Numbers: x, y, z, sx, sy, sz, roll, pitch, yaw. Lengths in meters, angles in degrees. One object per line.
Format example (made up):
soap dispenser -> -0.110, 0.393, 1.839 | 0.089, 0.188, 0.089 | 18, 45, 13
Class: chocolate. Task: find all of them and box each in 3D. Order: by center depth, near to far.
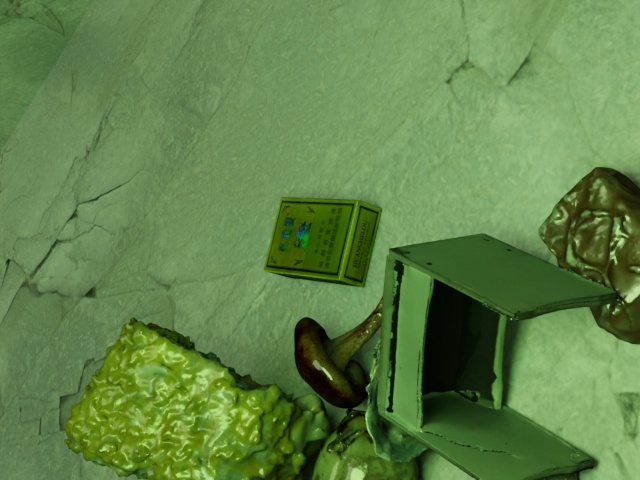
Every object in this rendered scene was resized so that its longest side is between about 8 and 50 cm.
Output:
chocolate -> 0.379, 0.020, 1.417 | 0.148, 0.093, 0.214 | -53, 42, 25

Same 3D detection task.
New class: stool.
stool -> 0.217, 0.149, 1.437 | 0.270, 0.170, 0.243 | 28, 121, 54

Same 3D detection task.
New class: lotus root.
lotus root -> 0.044, 0.407, 1.627 | 0.173, 0.173, 0.309 | 8, 78, 52

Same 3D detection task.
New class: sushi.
sushi -> -0.169, 0.298, 1.737 | 0.351, 0.396, 0.240 | 23, 82, 16

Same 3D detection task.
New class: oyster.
oyster -> 0.122, 0.193, 1.610 | 0.087, 0.199, 0.252 | -36, 62, 48

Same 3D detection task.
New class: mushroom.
mushroom -> 0.063, 0.142, 1.722 | 0.217, 0.148, 0.227 | -43, 19, 6

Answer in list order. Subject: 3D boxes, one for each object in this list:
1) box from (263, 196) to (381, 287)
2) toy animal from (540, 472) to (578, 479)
box -> 0.000, 0.000, 1.916 | 0.220, 0.064, 0.141 | 4, 80, 50
toy animal -> 0.213, 0.416, 1.441 | 0.272, 0.160, 0.197 | -46, 46, 40
